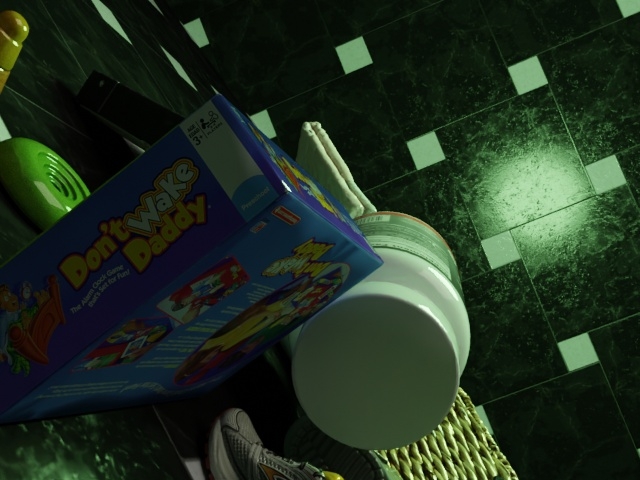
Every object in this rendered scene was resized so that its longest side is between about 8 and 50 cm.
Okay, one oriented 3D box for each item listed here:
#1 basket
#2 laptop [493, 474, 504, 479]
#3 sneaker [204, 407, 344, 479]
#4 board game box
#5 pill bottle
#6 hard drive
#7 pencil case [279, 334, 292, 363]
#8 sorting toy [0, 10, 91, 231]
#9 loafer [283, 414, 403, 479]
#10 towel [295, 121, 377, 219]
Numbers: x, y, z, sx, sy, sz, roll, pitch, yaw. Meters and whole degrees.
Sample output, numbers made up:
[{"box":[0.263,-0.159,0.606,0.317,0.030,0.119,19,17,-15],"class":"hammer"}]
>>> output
[{"box":[0.152,0.393,1.127,0.299,0.223,0.213,-118,-157,-55],"class":"basket"},{"box":[0.211,0.421,0.855,0.234,0.137,0.264,55,10,9],"class":"laptop"},{"box":[-0.022,0.226,0.680,0.225,0.093,0.088,44,-3,40],"class":"sneaker"},{"box":[-0.090,0.037,0.622,0.078,0.233,0.347,55,6,15],"class":"board game box"},{"box":[0.074,0.096,0.958,0.210,0.210,0.363,53,13,-6],"class":"pill bottle"},{"box":[-0.162,-0.110,1.088,0.339,0.064,0.237,30,-3,35],"class":"hard drive"},{"box":[-0.011,0.127,1.231,0.273,0.124,0.113,58,8,32],"class":"pencil case"},{"box":[-0.235,-0.088,0.732,0.365,0.126,0.127,45,10,-51],"class":"sorting toy"},{"box":[0.051,0.297,0.916,0.251,0.094,0.087,46,-6,-9],"class":"loafer"},{"box":[0.000,0.000,1.402,0.317,0.054,0.331,-118,-146,-52],"class":"towel"}]
